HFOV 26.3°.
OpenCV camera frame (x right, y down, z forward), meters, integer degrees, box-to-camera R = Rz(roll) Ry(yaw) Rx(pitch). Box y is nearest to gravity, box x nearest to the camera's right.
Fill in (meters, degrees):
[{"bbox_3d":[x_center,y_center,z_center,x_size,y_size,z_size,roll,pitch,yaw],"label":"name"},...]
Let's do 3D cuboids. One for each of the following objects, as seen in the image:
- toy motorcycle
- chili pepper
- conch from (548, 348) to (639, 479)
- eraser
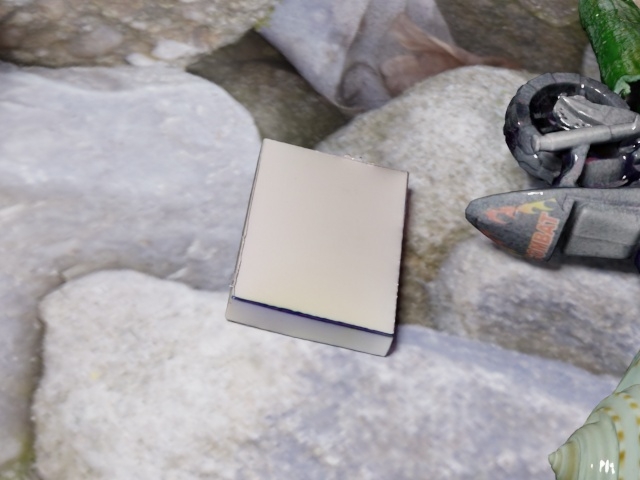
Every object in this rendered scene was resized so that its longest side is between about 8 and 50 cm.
[{"bbox_3d":[0.256,-0.013,0.904,0.307,0.108,0.173,19,50,5],"label":"toy motorcycle"},{"bbox_3d":[0.232,-0.161,1.062,0.059,0.088,0.227,-19,42,12],"label":"chili pepper"},{"bbox_3d":[0.201,0.148,0.716,0.200,0.131,0.172,39,15,-17],"label":"conch"},{"bbox_3d":[0.000,0.000,0.870,0.103,0.023,0.150,13,45,-4],"label":"eraser"}]
